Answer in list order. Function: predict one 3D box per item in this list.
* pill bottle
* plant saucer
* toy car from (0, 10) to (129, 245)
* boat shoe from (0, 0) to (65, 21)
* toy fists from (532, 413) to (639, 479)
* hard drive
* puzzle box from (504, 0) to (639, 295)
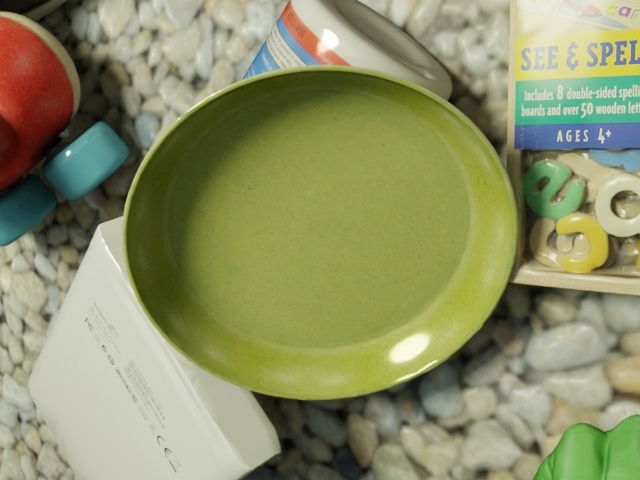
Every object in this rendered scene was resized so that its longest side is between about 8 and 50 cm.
[{"bbox_3d":[-0.019,-0.055,0.550,0.124,0.124,0.221,45,116,17],"label":"pill bottle"},{"bbox_3d":[0.000,0.000,0.490,0.241,0.037,0.240,-1,122,-2],"label":"plant saucer"},{"bbox_3d":[-0.322,-0.072,0.621,0.210,0.238,0.219,-26,111,31],"label":"toy car"},{"bbox_3d":[-0.221,-0.276,0.653,0.325,0.097,0.116,-17,88,32],"label":"boat shoe"},{"bbox_3d":[0.251,0.207,0.441,0.279,0.096,0.142,29,114,25],"label":"toy fists"},{"bbox_3d":[-0.159,0.141,0.651,0.203,0.040,0.307,56,140,12],"label":"hard drive"},{"bbox_3d":[0.301,-0.095,0.396,0.409,0.052,0.271,3,98,31],"label":"puzzle box"}]
